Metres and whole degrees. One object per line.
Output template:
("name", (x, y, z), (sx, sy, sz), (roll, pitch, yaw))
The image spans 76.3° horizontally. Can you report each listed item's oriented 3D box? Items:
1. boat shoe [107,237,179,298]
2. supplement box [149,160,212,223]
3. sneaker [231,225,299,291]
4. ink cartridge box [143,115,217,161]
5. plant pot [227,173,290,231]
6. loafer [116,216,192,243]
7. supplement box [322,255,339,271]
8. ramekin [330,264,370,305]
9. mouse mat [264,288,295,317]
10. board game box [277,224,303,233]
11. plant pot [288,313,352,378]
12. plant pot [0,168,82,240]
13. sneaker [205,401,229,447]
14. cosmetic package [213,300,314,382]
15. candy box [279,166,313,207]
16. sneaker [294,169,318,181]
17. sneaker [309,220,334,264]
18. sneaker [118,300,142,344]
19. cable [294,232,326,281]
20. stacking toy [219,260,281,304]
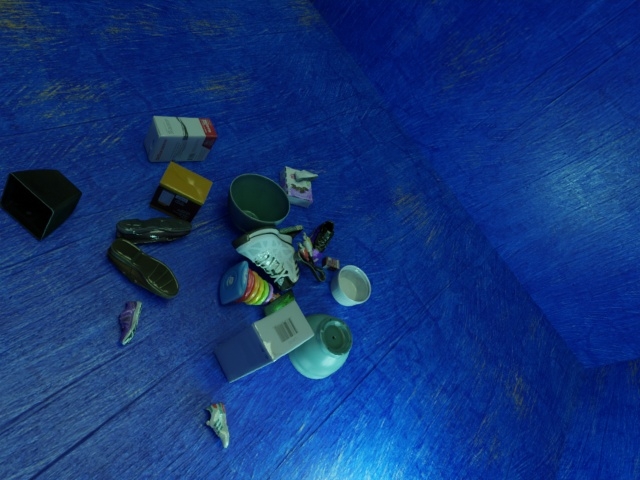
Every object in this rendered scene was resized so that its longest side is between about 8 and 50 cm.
("boat shoe", (-0.684, 0.121, 1.579), (0.307, 0.104, 0.110), (44, 38, -5))
("supplement box", (-0.604, -0.200, 1.763), (0.191, 0.194, 0.129), (27, 51, -21))
("sneaker", (-0.203, 0.093, 1.810), (0.257, 0.169, 0.447), (66, 18, 14))
("ink cartridge box", (-0.650, -0.464, 1.886), (0.273, 0.197, 0.114), (-13, 71, -41))
("plant pot", (-0.315, -0.144, 1.931), (0.290, 0.195, 0.290), (18, 47, -20))
("loafer", (-0.690, -0.034, 1.691), (0.303, 0.095, 0.109), (-3, 36, -42))
("supplement box", (0.054, 0.125, 2.163), (0.083, 0.043, 0.054), (21, 54, -27))
("ramekin", (0.147, 0.243, 2.119), (0.207, 0.109, 0.207), (19, 54, -28))
("mouse mat", (-0.172, 0.325, 1.851), (0.190, 0.007, 0.152), (-34, 116, -45))
("board game box", (-0.217, -0.017, 1.984), (0.260, 0.136, 0.030), (-13, 74, -41))
("plant pot", (0.020, 0.456, 1.836), (0.293, 0.196, 0.292), (18, 56, -28))
("plant pot", (-0.989, -0.149, 1.468), (0.188, 0.187, 0.167), (44, 34, -7))
("sneaker", (-0.383, 0.686, 1.505), (0.075, 0.057, 0.161), (-7, 69, -21))
("cosmetic package", (-0.227, 0.393, 1.561), (0.217, 0.385, 0.156), (-23, 80, -45))
("candy box", (-0.135, -0.295, 2.255), (0.165, 0.070, 0.196), (11, 58, -31))
("sneaker", (-0.076, -0.363, 2.254), (0.152, 0.054, 0.061), (-7, 66, -41))
("sneaker", (-0.001, -0.001, 2.127), (0.102, 0.146, 0.293), (35, 48, -15))
("sneaker", (-0.708, 0.300, 1.492), (0.071, 0.068, 0.169), (10, 49, -14))
("cable", (-0.040, 0.106, 1.987), (0.287, 0.072, 0.139), (59, 30, -25))
("stacking toy", (-0.277, 0.229, 1.805), (0.302, 0.166, 0.175), (31, 47, -38))
